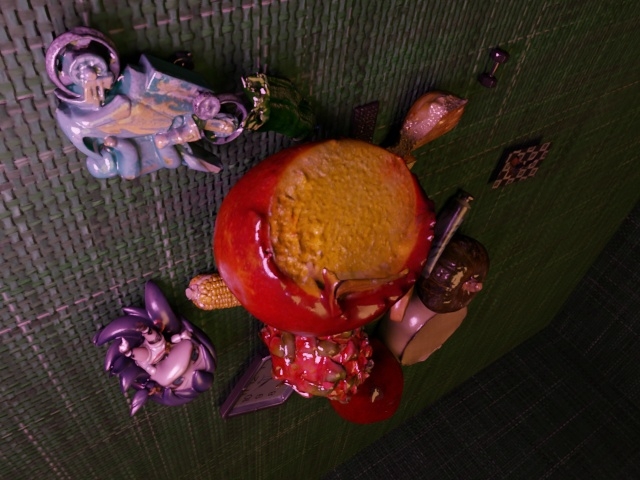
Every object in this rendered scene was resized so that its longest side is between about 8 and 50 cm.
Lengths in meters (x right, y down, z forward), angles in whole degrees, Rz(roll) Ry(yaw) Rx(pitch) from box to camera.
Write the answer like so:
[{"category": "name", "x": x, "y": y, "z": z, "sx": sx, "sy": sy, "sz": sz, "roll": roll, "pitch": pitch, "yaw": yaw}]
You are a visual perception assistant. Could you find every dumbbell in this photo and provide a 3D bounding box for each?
[{"category": "dumbbell", "x": 0.384, "y": -0.381, "z": 1.163, "sx": 0.036, "sy": 0.040, "sz": 0.083, "roll": -54, "pitch": 167, "yaw": -49}]

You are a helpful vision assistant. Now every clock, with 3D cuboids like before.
[{"category": "clock", "x": -0.140, "y": 0.404, "z": 1.552, "sx": 0.278, "sy": 0.049, "sz": 0.273, "roll": 7, "pitch": 124, "yaw": -50}]

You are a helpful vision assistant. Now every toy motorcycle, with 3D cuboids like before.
[{"category": "toy motorcycle", "x": -0.234, "y": -0.158, "z": 0.721, "sx": 0.296, "sy": 0.109, "sz": 0.198, "roll": 5, "pitch": 129, "yaw": -48}]

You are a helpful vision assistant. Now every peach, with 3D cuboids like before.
[{"category": "peach", "x": 0.001, "y": 0.001, "z": 0.954, "sx": 0.405, "sy": 0.335, "sz": 0.310, "roll": -25, "pitch": 174, "yaw": -38}]

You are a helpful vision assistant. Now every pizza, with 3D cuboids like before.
[{"category": "pizza", "x": 0.238, "y": -0.266, "z": 1.125, "sx": 0.204, "sy": 0.081, "sz": 0.188, "roll": -30, "pitch": 171, "yaw": -34}]

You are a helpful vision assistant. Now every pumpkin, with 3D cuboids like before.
[{"category": "pumpkin", "x": 0.423, "y": 0.108, "z": 1.632, "sx": 0.260, "sy": 0.189, "sz": 0.260, "roll": -27, "pitch": 132, "yaw": -34}]

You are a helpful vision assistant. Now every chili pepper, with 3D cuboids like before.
[{"category": "chili pepper", "x": -0.069, "y": -0.209, "z": 0.831, "sx": 0.224, "sy": 0.060, "sz": 0.098, "roll": -3, "pitch": 103, "yaw": -65}]

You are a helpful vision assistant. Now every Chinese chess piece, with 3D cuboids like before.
[{"category": "Chinese chess piece", "x": 0.361, "y": 0.289, "z": 1.858, "sx": 0.338, "sy": 0.140, "sz": 0.338, "roll": -29, "pitch": 146, "yaw": -22}]

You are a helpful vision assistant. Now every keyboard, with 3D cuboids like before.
[{"category": "keyboard", "x": 0.082, "y": -0.193, "z": 1.095, "sx": 0.061, "sy": 0.013, "sz": 0.205, "roll": -24, "pitch": 144, "yaw": -26}]

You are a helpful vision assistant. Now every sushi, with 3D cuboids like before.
[{"category": "sushi", "x": 0.595, "y": -0.234, "z": 1.571, "sx": 0.200, "sy": 0.031, "sz": 0.139, "roll": -16, "pitch": 141, "yaw": -29}]

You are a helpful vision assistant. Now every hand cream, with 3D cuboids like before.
[{"category": "hand cream", "x": 0.352, "y": -0.021, "z": 1.527, "sx": 0.058, "sy": 0.091, "sz": 0.271, "roll": 3, "pitch": 125, "yaw": -54}]

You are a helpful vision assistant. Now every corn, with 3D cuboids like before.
[{"category": "corn", "x": -0.176, "y": 0.101, "z": 1.120, "sx": 0.238, "sy": 0.080, "sz": 0.080, "roll": -2, "pitch": 132, "yaw": -43}]

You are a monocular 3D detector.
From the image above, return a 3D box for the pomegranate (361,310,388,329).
[{"category": "pomegranate", "x": 0.136, "y": 0.127, "z": 1.416, "sx": 0.220, "sy": 0.156, "sz": 0.156, "roll": -54, "pitch": 147, "yaw": 3}]

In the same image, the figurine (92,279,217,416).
[{"category": "figurine", "x": -0.311, "y": 0.212, "z": 1.010, "sx": 0.175, "sy": 0.197, "sz": 0.265, "roll": -34, "pitch": 127, "yaw": -9}]

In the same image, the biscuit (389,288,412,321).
[{"category": "biscuit", "x": 0.230, "y": 0.098, "z": 1.423, "sx": 0.355, "sy": 0.052, "sz": 0.275, "roll": 81, "pitch": 21, "yaw": -62}]

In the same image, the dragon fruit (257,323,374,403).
[{"category": "dragon fruit", "x": -0.010, "y": 0.274, "z": 1.340, "sx": 0.231, "sy": 0.302, "sz": 0.237, "roll": -52, "pitch": -175, "yaw": -39}]

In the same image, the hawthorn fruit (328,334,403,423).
[{"category": "hawthorn fruit", "x": 0.141, "y": 0.437, "z": 1.710, "sx": 0.265, "sy": 0.265, "sz": 0.307, "roll": -26, "pitch": 127, "yaw": -22}]

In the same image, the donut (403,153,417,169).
[{"category": "donut", "x": 0.169, "y": -0.165, "z": 1.177, "sx": 0.083, "sy": 0.067, "sz": 0.038, "roll": -60, "pitch": -178, "yaw": -37}]
